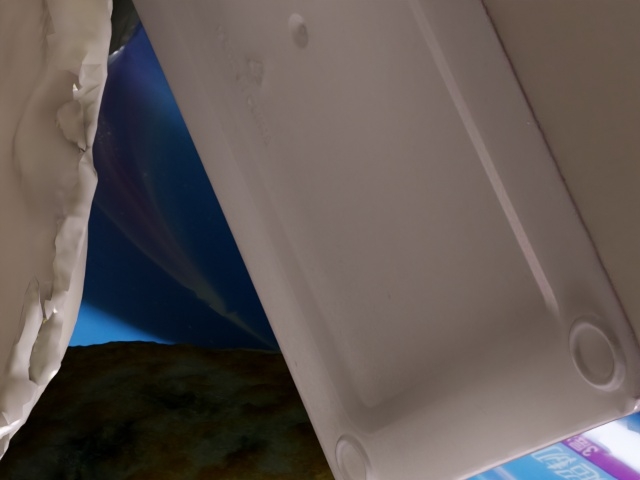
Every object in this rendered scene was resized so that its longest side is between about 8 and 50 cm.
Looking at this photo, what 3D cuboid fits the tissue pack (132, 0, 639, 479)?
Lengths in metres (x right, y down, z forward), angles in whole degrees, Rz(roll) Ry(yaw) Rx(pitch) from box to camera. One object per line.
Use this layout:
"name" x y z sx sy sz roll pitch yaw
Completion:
"tissue pack" 0.046 -0.070 0.478 0.136 0.246 0.159 -20 172 -30

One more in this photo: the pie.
"pie" -0.054 0.074 0.547 0.186 0.041 0.187 -2 -160 1

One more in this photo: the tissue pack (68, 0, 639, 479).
"tissue pack" 0.000 0.000 0.688 0.198 0.263 0.146 -32 -149 48

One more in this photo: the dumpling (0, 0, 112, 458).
"dumpling" -0.170 0.031 0.460 0.341 0.260 0.181 -13 148 16
